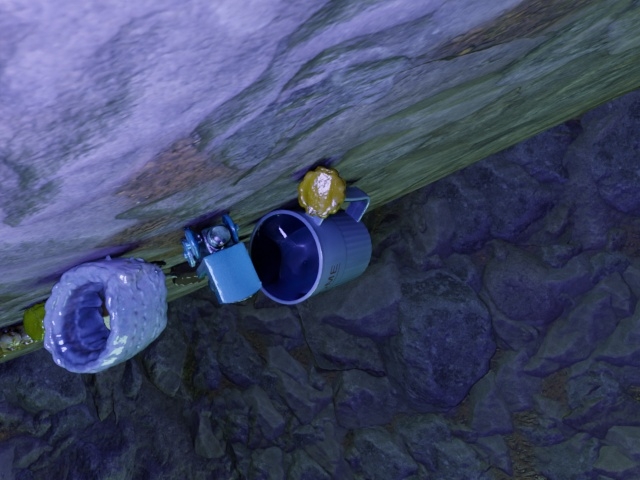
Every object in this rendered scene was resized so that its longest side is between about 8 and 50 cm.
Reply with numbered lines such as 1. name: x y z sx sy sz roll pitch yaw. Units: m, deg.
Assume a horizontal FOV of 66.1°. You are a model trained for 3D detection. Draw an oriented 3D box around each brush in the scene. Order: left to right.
1. brush: -0.507 0.117 1.652 0.301 0.071 0.084 -8 151 -48

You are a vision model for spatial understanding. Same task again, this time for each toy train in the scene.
1. toy train: -0.233 0.056 1.135 0.120 0.194 0.298 -24 179 -19

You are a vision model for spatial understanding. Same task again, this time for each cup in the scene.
1. cup: -0.016 -0.002 1.472 0.256 0.331 0.311 9 -170 32

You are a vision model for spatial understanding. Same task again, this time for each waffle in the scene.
1. waffle: -0.904 0.295 1.530 0.317 0.073 0.297 -25 178 30

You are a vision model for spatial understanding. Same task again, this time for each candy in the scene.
1. candy: -0.654 0.185 1.278 0.096 0.097 0.209 -25 180 33
2. candy: 0.002 -0.103 1.054 0.106 0.094 0.199 -59 -176 3

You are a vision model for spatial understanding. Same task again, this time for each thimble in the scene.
1. thimble: -0.430 0.142 0.991 0.250 0.205 0.172 -49 169 16

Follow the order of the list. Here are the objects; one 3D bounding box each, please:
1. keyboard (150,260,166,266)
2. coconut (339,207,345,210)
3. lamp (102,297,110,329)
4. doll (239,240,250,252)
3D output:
1. keyboard: -0.568 0.115 1.391 0.262 0.016 0.106 -23 178 1
2. coconut: 0.000 0.000 1.817 0.233 0.233 0.245 -21 174 -44
3. lamp: -0.505 0.151 1.191 0.185 0.161 0.161 -19 175 -36
4. doll: -0.191 0.007 1.678 0.365 0.094 0.160 -23 -179 4
